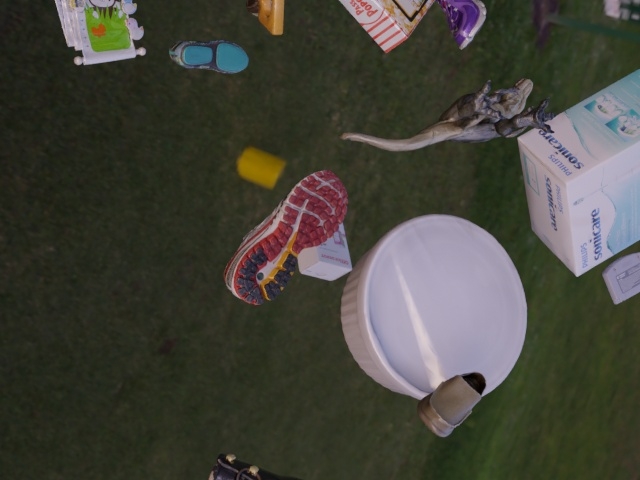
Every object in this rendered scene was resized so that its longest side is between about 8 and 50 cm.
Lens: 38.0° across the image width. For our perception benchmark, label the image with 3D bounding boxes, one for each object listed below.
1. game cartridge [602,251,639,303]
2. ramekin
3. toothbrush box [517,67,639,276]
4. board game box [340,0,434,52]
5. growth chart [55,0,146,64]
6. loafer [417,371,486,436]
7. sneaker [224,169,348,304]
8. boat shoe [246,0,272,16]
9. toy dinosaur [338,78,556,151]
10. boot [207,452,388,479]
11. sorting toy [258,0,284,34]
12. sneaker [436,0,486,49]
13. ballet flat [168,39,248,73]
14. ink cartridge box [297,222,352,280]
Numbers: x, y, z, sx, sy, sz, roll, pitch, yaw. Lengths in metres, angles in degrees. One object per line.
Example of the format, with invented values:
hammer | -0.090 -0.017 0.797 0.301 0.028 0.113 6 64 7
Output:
game cartridge | 0.443 0.050 1.335 0.083 0.017 0.056 -23 96 -25
ramekin | 0.152 0.104 1.346 0.273 0.273 0.127 -56 -165 -24
toothbrush box | 0.457 -0.115 1.376 0.295 0.126 0.216 -31 138 -5
board game box | 0.085 -0.344 1.137 0.045 0.147 0.193 -26 -157 49
growth chart | -0.429 -0.449 1.761 0.172 0.021 0.237 -27 110 -32
loafer | 0.167 0.197 1.163 0.050 0.056 0.148 -52 169 26
sneaker | -0.053 -0.014 1.272 0.225 0.092 0.088 -46 114 -18
boat shoe | -0.126 -0.615 2.229 0.095 0.257 0.095 24 73 -27
toy dinosaur | 0.157 -0.124 0.940 0.268 0.118 0.064 -17 97 -38
boot | -0.032 0.400 1.367 0.377 0.284 0.138 90 14 -71
sorting toy | -0.063 -0.373 0.888 0.047 0.196 0.348 -6 108 -17
sneaker | 0.200 -0.358 1.414 0.068 0.071 0.170 -52 -147 40
ballet flat | -0.231 -0.380 1.899 0.188 0.070 0.070 -1 112 -50
ink cartridge box | 0.000 0.000 1.608 0.088 0.052 0.123 15 57 -45
